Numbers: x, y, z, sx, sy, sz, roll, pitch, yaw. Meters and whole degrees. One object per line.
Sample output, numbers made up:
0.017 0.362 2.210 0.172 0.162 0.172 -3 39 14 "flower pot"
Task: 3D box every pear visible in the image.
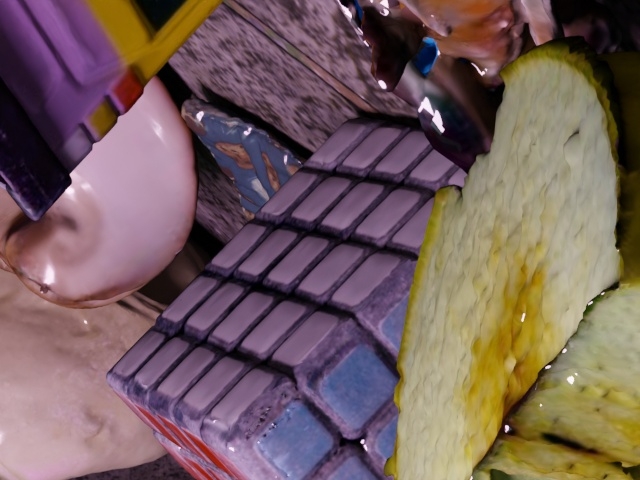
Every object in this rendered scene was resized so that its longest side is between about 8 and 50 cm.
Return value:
0.172 0.046 0.740 0.292 0.159 0.292 8 143 6 "pear"

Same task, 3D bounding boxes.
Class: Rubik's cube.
0.057 0.089 1.093 0.237 0.237 0.238 48 165 -21 "Rubik's cube"

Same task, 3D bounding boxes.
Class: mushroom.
-0.261 -0.109 1.562 0.314 0.224 0.397 33 177 -14 "mushroom"

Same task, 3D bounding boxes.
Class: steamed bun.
-0.243 0.065 1.736 0.339 0.352 0.247 13 116 54 "steamed bun"

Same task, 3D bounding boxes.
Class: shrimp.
-0.003 -0.191 0.731 0.221 0.110 0.445 35 161 55 "shrimp"

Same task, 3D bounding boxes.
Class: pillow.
0.002 0.002 1.426 0.189 0.034 0.255 32 160 35 "pillow"

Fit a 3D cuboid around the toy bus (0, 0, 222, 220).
-0.281 -0.219 1.120 0.440 0.249 0.209 27 159 36 "toy bus"
